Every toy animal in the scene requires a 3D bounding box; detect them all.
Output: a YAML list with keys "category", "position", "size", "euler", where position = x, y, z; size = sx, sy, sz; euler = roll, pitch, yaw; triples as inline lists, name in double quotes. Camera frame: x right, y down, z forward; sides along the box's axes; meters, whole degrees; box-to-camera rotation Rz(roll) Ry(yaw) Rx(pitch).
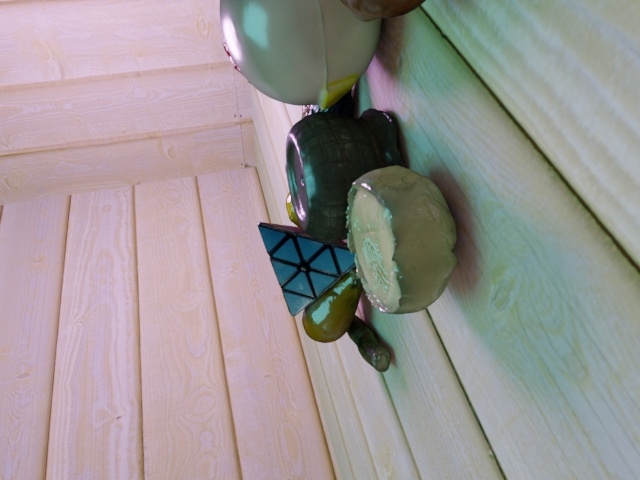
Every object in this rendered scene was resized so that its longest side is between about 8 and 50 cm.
- category: "toy animal"
  position: [0.015, -0.338, 1.224]
  size: [0.186, 0.122, 0.298]
  euler: [67, 148, 25]

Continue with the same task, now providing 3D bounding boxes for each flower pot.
- category: "flower pot"
  position: [0.043, -0.145, 1.046]
  size: [0.302, 0.213, 0.302]
  euler: [170, 90, -78]

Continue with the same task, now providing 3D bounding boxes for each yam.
- category: "yam"
  position: [0.130, 0.292, 1.384]
  size: [0.317, 0.067, 0.071]
  euler: [-141, 30, -75]

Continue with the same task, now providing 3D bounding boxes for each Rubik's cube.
- category: "Rubik's cube"
  position: [-0.033, 0.045, 1.390]
  size: [0.229, 0.228, 0.233]
  euler: [59, 162, 22]

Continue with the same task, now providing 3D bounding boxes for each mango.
- category: "mango"
  position: [0.044, 0.179, 1.422]
  size: [0.193, 0.146, 0.316]
  euler: [-91, 23, -51]

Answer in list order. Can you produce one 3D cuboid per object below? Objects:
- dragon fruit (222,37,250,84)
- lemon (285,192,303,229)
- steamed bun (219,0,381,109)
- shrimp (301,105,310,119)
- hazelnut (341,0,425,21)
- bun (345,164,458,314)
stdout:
- category: "dragon fruit"
  position: [-0.189, -0.677, 1.574]
  size: [0.277, 0.277, 0.343]
  euler: [134, 143, -76]
- category: "lemon"
  position: [-0.011, -0.116, 1.382]
  size: [0.170, 0.207, 0.170]
  euler: [34, 160, 14]
- category: "steamed bun"
  position: [-0.043, -0.440, 0.948]
  size: [0.374, 0.333, 0.334]
  euler: [-123, 25, -54]
- category: "shrimp"
  position: [-0.031, -0.430, 1.556]
  size: [0.294, 0.062, 0.154]
  euler: [-133, 40, -73]
- category: "hazelnut"
  position: [0.092, -0.400, 0.631]
  size: [0.214, 0.176, 0.215]
  euler: [-42, 41, 51]
- category: "bun"
  position: [0.145, -0.006, 0.829]
  size: [0.259, 0.152, 0.260]
  euler: [166, 90, -78]
